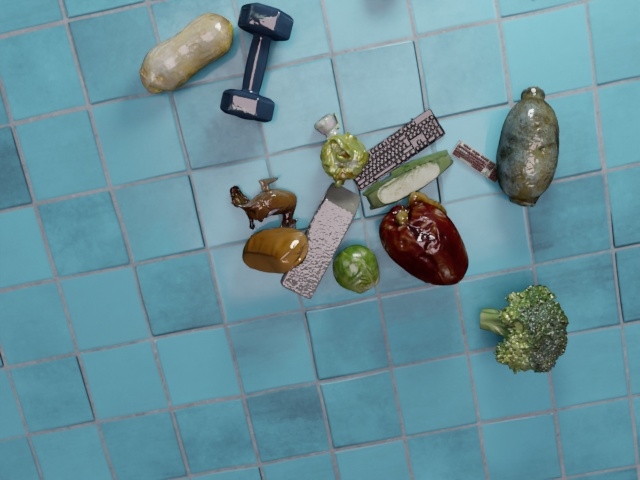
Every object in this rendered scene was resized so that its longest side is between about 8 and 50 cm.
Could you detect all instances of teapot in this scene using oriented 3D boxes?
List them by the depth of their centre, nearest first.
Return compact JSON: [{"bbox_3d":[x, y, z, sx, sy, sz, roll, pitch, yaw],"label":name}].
[{"bbox_3d":[0.027,-0.342,1.720,0.083,0.064,0.064,-44,107,-23],"label":"teapot"}]

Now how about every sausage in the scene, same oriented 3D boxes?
[{"bbox_3d":[-0.139,0.029,1.717,0.241,0.136,0.120,-1,131,42],"label":"sausage"}]

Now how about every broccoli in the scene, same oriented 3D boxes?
[{"bbox_3d":[0.620,0.276,1.732,0.259,0.235,0.288,0,105,2],"label":"broccoli"}]

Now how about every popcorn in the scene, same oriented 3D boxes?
[{"bbox_3d":[0.068,-0.245,1.699,0.141,0.135,0.163,-32,128,-13],"label":"popcorn"}]

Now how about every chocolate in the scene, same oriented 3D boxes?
[{"bbox_3d":[-0.386,-0.539,1.654,0.309,0.134,0.134,-36,98,4],"label":"chocolate"}]

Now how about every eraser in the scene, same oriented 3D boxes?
[{"bbox_3d":[0.000,0.000,1.772,0.111,0.077,0.353,27,99,-7],"label":"eraser"}]

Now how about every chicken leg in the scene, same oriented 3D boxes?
[{"bbox_3d":[-0.235,-0.103,1.777,0.062,0.037,0.145,-31,98,29],"label":"chicken leg"}]

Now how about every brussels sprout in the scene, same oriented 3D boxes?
[{"bbox_3d":[0.111,0.090,1.766,0.154,0.117,0.155,0,91,3],"label":"brussels sprout"}]

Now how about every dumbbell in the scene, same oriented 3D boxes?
[{"bbox_3d":[-0.182,-0.503,1.645,0.156,0.144,0.317,14,101,-1],"label":"dumbbell"}]

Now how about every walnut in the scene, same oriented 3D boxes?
[{"bbox_3d":[0.318,-0.001,1.715,0.221,0.244,0.269,-23,114,43],"label":"walnut"}]

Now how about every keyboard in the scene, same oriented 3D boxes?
[{"bbox_3d":[0.224,-0.275,1.745,0.309,0.018,0.101,-33,99,7],"label":"keyboard"},{"bbox_3d":[0.478,-0.241,1.748,0.165,0.017,0.055,32,99,-5],"label":"keyboard"}]

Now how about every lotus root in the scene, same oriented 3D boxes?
[{"bbox_3d":[0.598,-0.272,1.666,0.174,0.175,0.350,3,96,0],"label":"lotus root"}]

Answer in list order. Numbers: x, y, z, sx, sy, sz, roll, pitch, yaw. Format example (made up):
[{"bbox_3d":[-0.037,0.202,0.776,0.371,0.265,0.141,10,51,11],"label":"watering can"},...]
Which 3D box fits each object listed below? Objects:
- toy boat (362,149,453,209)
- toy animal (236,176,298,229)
[{"bbox_3d":[0.268,-0.184,1.743,0.292,0.055,0.093,-29,101,6],"label":"toy boat"},{"bbox_3d":[-0.157,-0.096,1.746,0.188,0.089,0.179,-19,105,-17],"label":"toy animal"}]
